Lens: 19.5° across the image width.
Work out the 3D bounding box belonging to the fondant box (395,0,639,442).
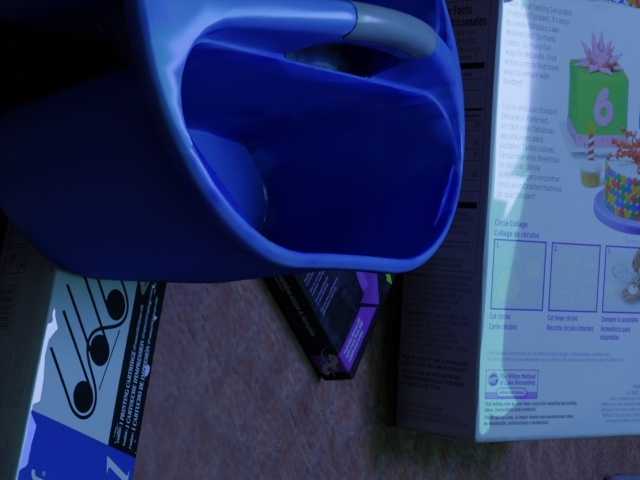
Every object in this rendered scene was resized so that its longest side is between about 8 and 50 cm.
[{"bbox_3d":[0.184,-0.017,1.423,0.238,0.096,0.330,3,91,-38],"label":"fondant box"}]

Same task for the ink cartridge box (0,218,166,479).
[{"bbox_3d":[-0.141,0.094,0.999,0.097,0.046,0.207,36,56,-52],"label":"ink cartridge box"}]

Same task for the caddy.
[{"bbox_3d":[-0.031,-0.097,1.005,0.341,0.179,0.241,4,77,-60],"label":"caddy"}]

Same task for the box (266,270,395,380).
[{"bbox_3d":[0.000,0.000,1.275,0.162,0.029,0.116,60,39,-36],"label":"box"}]

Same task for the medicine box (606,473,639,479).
[{"bbox_3d":[0.342,0.404,1.717,0.263,0.149,0.289,60,40,-39],"label":"medicine box"}]

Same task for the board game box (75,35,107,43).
[{"bbox_3d":[-0.065,-0.189,1.182,0.281,0.027,0.145,-3,88,-60],"label":"board game box"}]

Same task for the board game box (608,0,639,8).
[{"bbox_3d":[0.183,-0.158,1.506,0.210,0.047,0.160,-33,112,-31],"label":"board game box"}]
